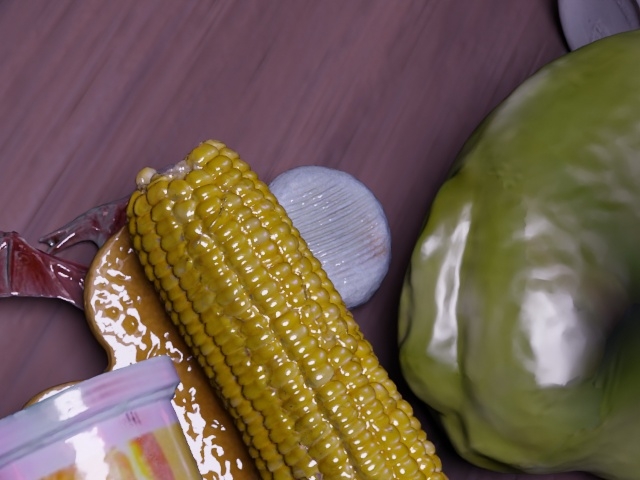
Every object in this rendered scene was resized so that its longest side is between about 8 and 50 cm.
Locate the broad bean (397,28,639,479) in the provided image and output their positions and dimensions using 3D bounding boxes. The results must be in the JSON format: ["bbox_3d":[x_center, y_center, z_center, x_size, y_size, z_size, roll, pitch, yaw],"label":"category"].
[{"bbox_3d":[0.171,0.015,0.719,0.291,0.119,0.238,-36,93,-18],"label":"broad bean"}]

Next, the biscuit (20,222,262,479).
[{"bbox_3d":[-0.069,0.106,0.660,0.158,0.035,0.240,0,78,-16],"label":"biscuit"}]

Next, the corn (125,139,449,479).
[{"bbox_3d":[-0.012,0.060,0.626,0.080,0.080,0.238,-27,83,-22],"label":"corn"}]

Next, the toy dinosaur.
[{"bbox_3d":[-0.102,0.018,0.714,0.220,0.032,0.108,-14,66,-30],"label":"toy dinosaur"}]

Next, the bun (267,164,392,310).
[{"bbox_3d":[0.000,0.000,0.732,0.083,0.045,0.083,6,73,-20],"label":"bun"}]

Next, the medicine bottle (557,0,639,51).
[{"bbox_3d":[0.247,-0.162,0.833,0.187,0.103,0.102,-23,73,-21],"label":"medicine bottle"}]

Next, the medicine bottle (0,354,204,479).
[{"bbox_3d":[-0.024,0.261,0.552,0.108,0.108,0.426,-22,81,-21],"label":"medicine bottle"}]
